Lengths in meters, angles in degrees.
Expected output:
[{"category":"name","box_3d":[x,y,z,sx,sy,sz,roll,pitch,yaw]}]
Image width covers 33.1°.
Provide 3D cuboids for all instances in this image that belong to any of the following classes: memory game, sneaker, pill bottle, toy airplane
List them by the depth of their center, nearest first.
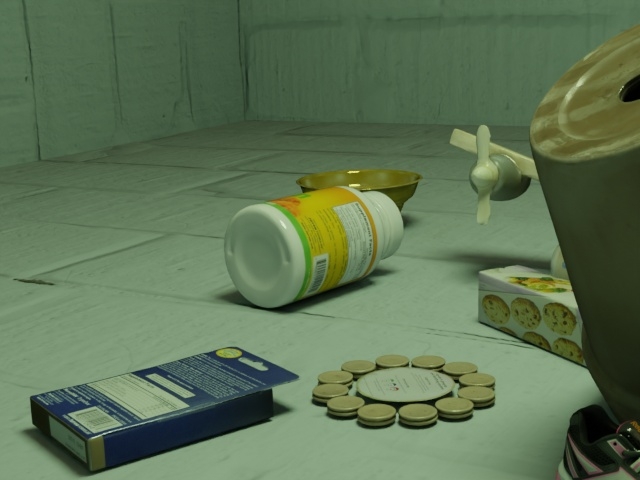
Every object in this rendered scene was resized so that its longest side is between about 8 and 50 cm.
[{"category":"sneaker","box_3d":[0.231,0.171,0.774,0.072,0.077,0.178,-11,16,-30]},{"category":"memory game","box_3d":[0.083,0.147,1.068,0.186,0.012,0.186,-3,12,1]},{"category":"toy airplane","box_3d":[0.385,-0.041,1.408,0.384,0.272,0.386,33,-10,-20]},{"category":"pill bottle","box_3d":[0.000,0.000,1.464,0.136,0.136,0.245,8,16,41]}]

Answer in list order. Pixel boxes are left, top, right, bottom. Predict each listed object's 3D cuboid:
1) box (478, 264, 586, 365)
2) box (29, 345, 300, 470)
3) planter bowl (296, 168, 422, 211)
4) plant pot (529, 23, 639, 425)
[{"category":"box","box_3d":[0.284,0.090,1.163,0.063,0.067,0.324,-9,15,-25]},{"category":"box","box_3d":[-0.143,0.153,1.023,0.225,0.037,0.136,-12,16,-34]},{"category":"planter bowl","box_3d":[0.068,-0.063,1.850,0.217,0.090,0.217,-3,12,1]},{"category":"plant pot","box_3d":[0.320,-0.023,0.874,0.323,0.280,0.323,-30,26,17]}]
